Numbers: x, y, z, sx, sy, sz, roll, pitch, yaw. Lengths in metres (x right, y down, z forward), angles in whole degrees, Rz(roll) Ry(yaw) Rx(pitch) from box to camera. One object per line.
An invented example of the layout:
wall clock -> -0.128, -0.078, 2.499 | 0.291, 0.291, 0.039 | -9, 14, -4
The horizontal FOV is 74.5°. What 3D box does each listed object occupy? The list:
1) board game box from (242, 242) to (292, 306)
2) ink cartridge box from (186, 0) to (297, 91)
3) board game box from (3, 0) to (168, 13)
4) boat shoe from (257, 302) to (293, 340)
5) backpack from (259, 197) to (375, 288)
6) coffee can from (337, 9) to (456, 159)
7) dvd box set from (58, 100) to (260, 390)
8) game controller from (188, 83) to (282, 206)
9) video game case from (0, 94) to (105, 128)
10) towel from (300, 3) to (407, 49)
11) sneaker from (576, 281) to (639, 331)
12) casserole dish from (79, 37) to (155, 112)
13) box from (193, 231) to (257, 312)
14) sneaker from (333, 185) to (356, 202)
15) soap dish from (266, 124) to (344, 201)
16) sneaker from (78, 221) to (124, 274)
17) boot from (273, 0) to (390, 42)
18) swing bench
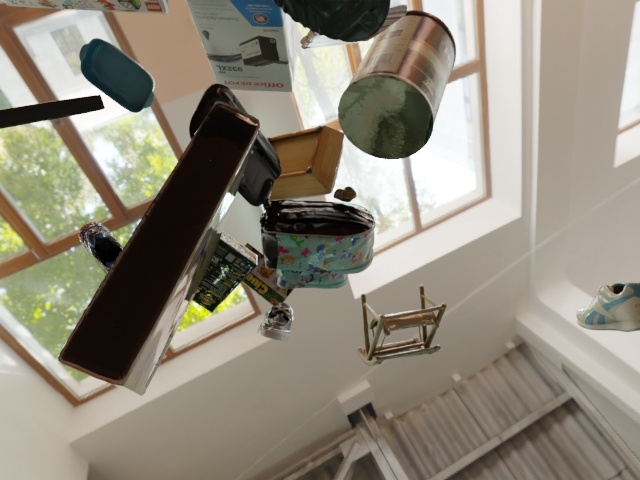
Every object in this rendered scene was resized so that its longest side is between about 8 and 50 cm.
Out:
board game box -> -0.227, 0.138, 1.646 | 0.259, 0.030, 0.136 | 37, -108, 3
ink cartridge box -> -0.188, -0.539, 1.098 | 0.223, 0.307, 0.129 | 3, -110, 3
board game box -> -0.290, -0.441, 0.523 | 0.193, 0.305, 0.053 | -1, 174, -7
boat shoe -> -0.139, 0.263, 1.416 | 0.108, 0.102, 0.301 | 14, 179, 2
backpack -> 0.000, 0.000, 0.969 | 0.253, 0.191, 0.225 | -5, -156, -1
coffee can -> 0.174, -0.343, 0.929 | 0.201, 0.201, 0.275 | 3, -130, 29
dvd box set -> -0.205, 0.051, 0.584 | 0.062, 0.420, 0.307 | 26, -116, -10
game controller -> -0.196, -0.219, 1.028 | 0.067, 0.319, 0.166 | 14, -111, 31
video game case -> -0.606, -0.264, 0.882 | 0.275, 0.035, 0.248 | -20, -156, -23
towel -> 0.049, -0.381, 0.748 | 0.144, 0.029, 0.197 | -13, -165, -11
sneaker -> 0.589, 0.132, 0.838 | 0.087, 0.229, 0.092 | -6, -102, 2
casserole dish -> -0.472, -0.389, 0.995 | 0.114, 0.188, 0.037 | -48, -167, 28
box -> -0.419, 0.067, 1.447 | 0.257, 0.322, 0.079 | -45, -157, 16
sneaker -> 0.065, -0.104, 0.965 | 0.083, 0.037, 0.032 | 15, -99, 62
soap dish -> -0.079, -0.249, 1.370 | 0.291, 0.118, 0.229 | -2, -118, 33
sneaker -> -0.485, 0.056, 1.005 | 0.083, 0.221, 0.087 | -45, -149, -17
boot -> -0.031, -0.335, 0.430 | 0.094, 0.246, 0.207 | -47, -154, 48
swing bench -> 0.280, 0.317, 1.481 | 0.253, 0.255, 0.165 | -7, -158, -18
